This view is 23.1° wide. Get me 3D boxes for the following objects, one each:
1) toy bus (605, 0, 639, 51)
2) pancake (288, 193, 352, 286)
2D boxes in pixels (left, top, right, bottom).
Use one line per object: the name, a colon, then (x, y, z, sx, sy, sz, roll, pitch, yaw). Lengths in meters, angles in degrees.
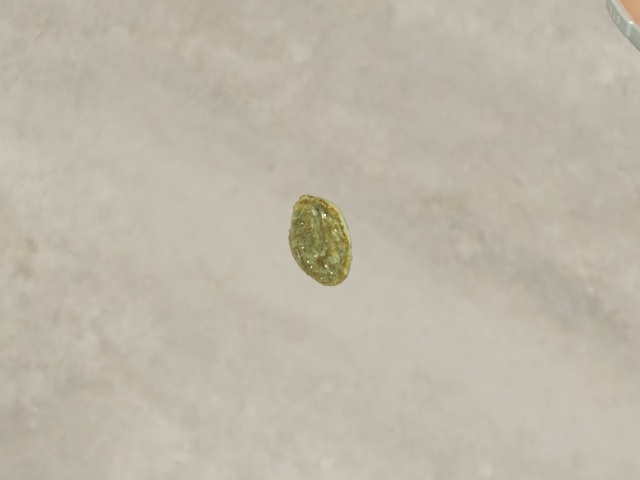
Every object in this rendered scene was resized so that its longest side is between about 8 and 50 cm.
toy bus: (0.453, -0.303, 1.646, 0.287, 0.194, 0.232, -10, 142, -14)
pancake: (0.000, -0.001, 1.740, 0.108, 0.017, 0.108, 18, 116, 41)
